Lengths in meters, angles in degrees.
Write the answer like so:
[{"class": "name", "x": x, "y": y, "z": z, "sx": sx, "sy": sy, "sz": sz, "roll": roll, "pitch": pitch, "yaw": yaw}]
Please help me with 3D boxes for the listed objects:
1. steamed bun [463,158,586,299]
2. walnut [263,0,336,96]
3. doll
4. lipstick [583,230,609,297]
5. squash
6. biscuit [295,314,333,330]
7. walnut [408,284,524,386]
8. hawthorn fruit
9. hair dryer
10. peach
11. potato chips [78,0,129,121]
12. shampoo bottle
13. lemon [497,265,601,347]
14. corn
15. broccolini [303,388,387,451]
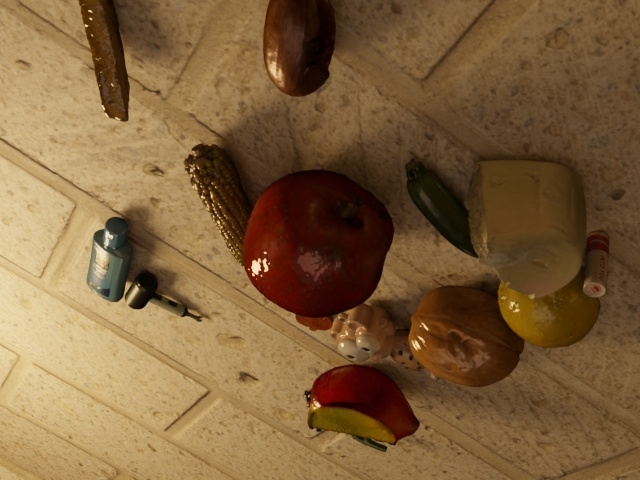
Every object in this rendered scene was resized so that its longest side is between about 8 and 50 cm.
[{"class": "steamed bun", "x": 0.330, "y": -0.010, "z": 1.223, "sx": 0.200, "sy": 0.226, "sz": 0.170, "roll": 5, "pitch": 135, "yaw": 16}, {"class": "walnut", "x": -0.032, "y": -0.320, "z": 1.157, "sx": 0.115, "sy": 0.116, "sz": 0.207, "roll": 12, "pitch": 129, "yaw": 11}, {"class": "doll", "x": 0.161, "y": 0.223, "z": 1.611, "sx": 0.278, "sy": 0.119, "sz": 0.154, "roll": 21, "pitch": 149, "yaw": -1}, {"class": "lipstick", "x": 0.477, "y": 0.040, "z": 1.281, "sx": 0.038, "sy": 0.131, "sz": 0.038, "roll": 12, "pitch": 136, "yaw": 12}, {"class": "squash", "x": 0.234, "y": -0.044, "z": 1.345, "sx": 0.258, "sy": 0.069, "sz": 0.069, "roll": 41, "pitch": 134, "yaw": -20}, {"class": "biscuit", "x": -0.014, "y": 0.182, "z": 1.715, "sx": 0.091, "sy": 0.015, "sz": 0.078, "roll": 16, "pitch": 139, "yaw": 8}, {"class": "walnut", "x": 0.287, "y": 0.191, "z": 1.470, "sx": 0.225, "sy": 0.193, "sz": 0.193, "roll": 11, "pitch": 136, "yaw": 9}, {"class": "hawthorn fruit", "x": 0.000, "y": 0.000, "z": 1.347, "sx": 0.275, "sy": 0.275, "sz": 0.300, "roll": 29, "pitch": 146, "yaw": -7}, {"class": "hair dryer", "x": -0.375, "y": 0.152, "z": 1.819, "sx": 0.197, "sy": 0.057, "sz": 0.100, "roll": 27, "pitch": 138, "yaw": -18}, {"class": "peach", "x": 0.104, "y": 0.376, "z": 1.753, "sx": 0.267, "sy": 0.159, "sz": 0.154, "roll": 8, "pitch": 146, "yaw": 18}, {"class": "potato chips", "x": -0.377, "y": -0.387, "z": 1.251, "sx": 0.057, "sy": 0.080, "sz": 0.407, "roll": 0, "pitch": 134, "yaw": 0}, {"class": "shampoo bottle", "x": -0.492, "y": 0.041, "z": 1.735, "sx": 0.103, "sy": 0.061, "sz": 0.258, "roll": 35, "pitch": 137, "yaw": 7}, {"class": "lemon", "x": 0.416, "y": 0.110, "z": 1.351, "sx": 0.173, "sy": 0.174, "sz": 0.206, "roll": -10, "pitch": 144, "yaw": 30}, {"class": "corn", "x": -0.182, "y": -0.065, "z": 1.481, "sx": 0.097, "sy": 0.097, "sz": 0.320, "roll": -1, "pitch": 134, "yaw": 24}, {"class": "broccolini", "x": 0.084, "y": 0.458, "z": 1.917, "sx": 0.271, "sy": 0.062, "sz": 0.123, "roll": 39, "pitch": 150, "yaw": -10}]
